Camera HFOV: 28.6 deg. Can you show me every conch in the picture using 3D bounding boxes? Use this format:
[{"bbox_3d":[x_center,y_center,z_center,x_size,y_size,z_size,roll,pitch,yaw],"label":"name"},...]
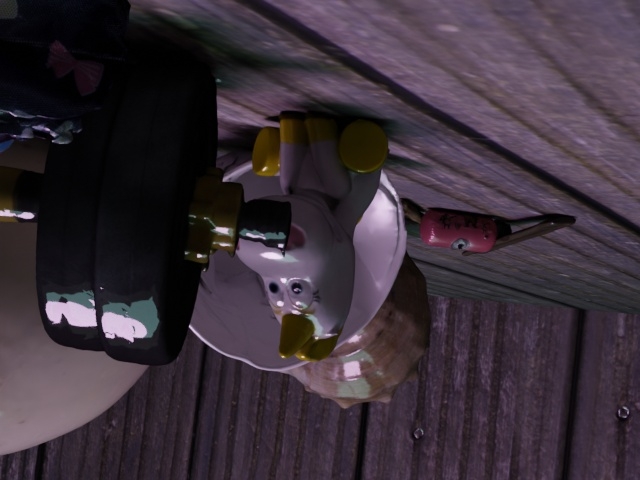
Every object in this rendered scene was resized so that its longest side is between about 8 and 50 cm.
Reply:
[{"bbox_3d":[-0.004,0.051,1.453,0.263,0.324,0.186,1,-141,10],"label":"conch"}]

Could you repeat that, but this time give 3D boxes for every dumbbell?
[{"bbox_3d":[-0.210,-0.031,0.735,0.388,0.185,0.185,7,175,2],"label":"dumbbell"}]

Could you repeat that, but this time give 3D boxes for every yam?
[{"bbox_3d":[0.095,-0.030,1.310,0.014,0.014,0.107,5,175,16],"label":"yam"}]

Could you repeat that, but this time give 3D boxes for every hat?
[{"bbox_3d":[-0.043,-0.004,1.027,0.203,0.203,0.126,9,-167,-28],"label":"hat"}]

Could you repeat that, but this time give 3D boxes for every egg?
[{"bbox_3d":[-0.276,0.038,1.063,0.345,0.283,0.283,-7,-176,-36],"label":"egg"}]

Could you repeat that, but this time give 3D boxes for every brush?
[{"bbox_3d":[0.206,-0.011,1.332,0.034,0.028,0.190,-6,173,-23],"label":"brush"}]

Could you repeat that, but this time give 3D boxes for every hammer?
[{"bbox_3d":[0.146,-0.009,1.322,0.083,0.043,0.043,9,175,-15],"label":"hammer"}]

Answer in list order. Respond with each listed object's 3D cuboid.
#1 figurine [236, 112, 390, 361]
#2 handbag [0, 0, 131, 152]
[{"bbox_3d":[-0.003,-0.002,0.872,0.109,0.178,0.130,-1,145,22],"label":"figurine"},{"bbox_3d":[-0.212,-0.084,0.528,0.260,0.113,0.162,1,-175,-24],"label":"handbag"}]
